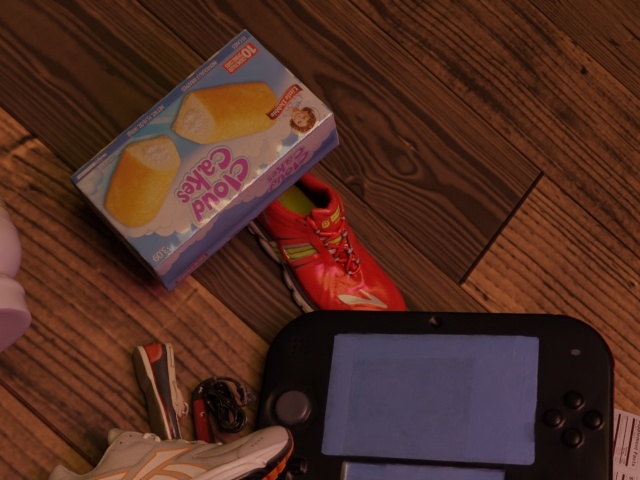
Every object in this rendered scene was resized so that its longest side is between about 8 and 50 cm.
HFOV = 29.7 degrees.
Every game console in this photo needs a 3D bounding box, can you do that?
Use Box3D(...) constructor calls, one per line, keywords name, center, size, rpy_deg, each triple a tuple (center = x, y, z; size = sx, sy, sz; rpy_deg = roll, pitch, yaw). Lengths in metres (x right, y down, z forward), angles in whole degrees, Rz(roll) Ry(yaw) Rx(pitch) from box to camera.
Box3D(name="game console", center=(0.112, 0.234, 1.276), size=(0.386, 0.060, 0.342), rpy_deg=(0, 57, 16))

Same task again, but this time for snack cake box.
Box3D(name="snack cake box", center=(-0.126, -0.090, 1.357), size=(0.264, 0.089, 0.152), rpy_deg=(-42, 72, -10))

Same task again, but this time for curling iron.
Box3D(name="curling iron", center=(-0.100, 0.265, 1.274), size=(0.068, 0.035, 0.274), rpy_deg=(-15, 58, 17))

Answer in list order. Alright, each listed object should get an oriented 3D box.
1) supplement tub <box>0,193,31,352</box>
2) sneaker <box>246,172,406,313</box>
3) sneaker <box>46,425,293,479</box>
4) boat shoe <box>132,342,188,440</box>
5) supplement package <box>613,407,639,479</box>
Box3D(name="supplement tub", center=(-0.433, -0.031, 1.169), size=(0.235, 0.235, 0.325), rpy_deg=(-17, 73, -31))
Box3D(name="sneaker", center=(0.000, 0.000, 1.427), size=(0.279, 0.118, 0.107), rpy_deg=(46, 57, 4))
Box3D(name="sneaker", center=(-0.158, 0.229, 1.220), size=(0.262, 0.099, 0.121), rpy_deg=(-22, 66, -13))
Box3D(name="boat shoe", center=(-0.165, 0.173, 1.305), size=(0.043, 0.049, 0.137), rpy_deg=(-6, 63, -30))
Box3D(name="supplement package", center=(0.348, 0.306, 1.357), size=(0.203, 0.194, 0.149), rpy_deg=(18, 58, 4))
